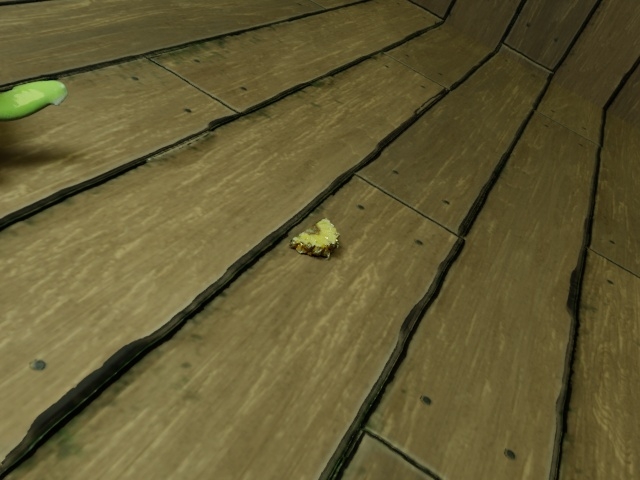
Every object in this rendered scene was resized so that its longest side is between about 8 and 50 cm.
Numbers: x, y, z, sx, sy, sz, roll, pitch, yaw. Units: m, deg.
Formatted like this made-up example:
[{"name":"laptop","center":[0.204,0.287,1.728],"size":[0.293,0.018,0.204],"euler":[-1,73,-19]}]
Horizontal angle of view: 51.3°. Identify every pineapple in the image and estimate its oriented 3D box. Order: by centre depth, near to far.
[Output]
[{"name":"pineapple","center":[0.000,0.000,0.810],"size":[0.045,0.019,0.083],"euler":[30,32,17]}]

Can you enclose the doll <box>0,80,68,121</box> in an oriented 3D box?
[{"name":"doll","center":[-0.387,-0.171,0.622],"size":[0.236,0.213,0.213],"euler":[37,30,-9]}]
